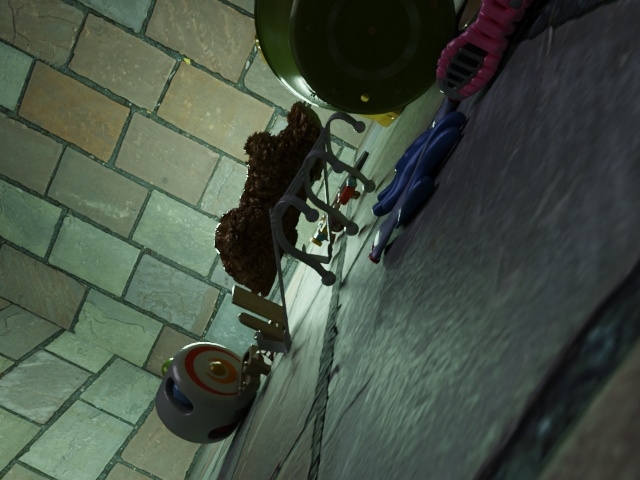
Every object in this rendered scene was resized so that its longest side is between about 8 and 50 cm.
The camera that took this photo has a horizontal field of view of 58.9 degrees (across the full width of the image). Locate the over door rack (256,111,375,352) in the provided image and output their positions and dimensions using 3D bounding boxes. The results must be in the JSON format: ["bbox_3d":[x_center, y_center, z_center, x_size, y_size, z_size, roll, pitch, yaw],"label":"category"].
[{"bbox_3d":[0.000,0.000,0.878,0.239,0.108,0.324,-63,-12,-45],"label":"over door rack"}]

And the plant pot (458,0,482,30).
[{"bbox_3d":[0.205,-0.303,0.528,0.236,0.032,0.236,-63,2,5],"label":"plant pot"}]

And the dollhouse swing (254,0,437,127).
[{"bbox_3d":[0.081,-0.481,1.261,0.304,0.347,0.315,-63,2,4],"label":"dollhouse swing"}]

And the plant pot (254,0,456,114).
[{"bbox_3d":[0.066,-0.361,0.944,0.366,0.367,0.353,-62,15,21],"label":"plant pot"}]

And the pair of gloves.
[{"bbox_3d":[0.088,-0.068,0.544,0.159,0.023,0.198,-61,2,29],"label":"pair of gloves"}]

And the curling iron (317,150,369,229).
[{"bbox_3d":[0.061,-0.136,1.610,0.274,0.035,0.068,-62,3,22],"label":"curling iron"}]

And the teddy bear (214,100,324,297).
[{"bbox_3d":[-0.080,-0.077,0.939,0.245,0.113,0.337,70,-141,-74],"label":"teddy bear"}]

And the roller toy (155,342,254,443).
[{"bbox_3d":[-0.240,0.321,1.216,0.146,0.209,0.191,-61,16,23],"label":"roller toy"}]

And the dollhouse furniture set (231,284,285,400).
[{"bbox_3d":[-0.161,0.209,1.156,0.151,0.123,0.144,-53,21,24],"label":"dollhouse furniture set"}]

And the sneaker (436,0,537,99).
[{"bbox_3d":[0.137,-0.164,0.445,0.057,0.047,0.119,-33,-20,-47],"label":"sneaker"}]

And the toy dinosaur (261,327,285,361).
[{"bbox_3d":[-0.096,0.224,1.252,0.082,0.047,0.090,-54,34,-11],"label":"toy dinosaur"}]

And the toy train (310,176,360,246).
[{"bbox_3d":[0.036,-0.050,1.181,0.166,0.046,0.125,-55,7,51],"label":"toy train"}]
